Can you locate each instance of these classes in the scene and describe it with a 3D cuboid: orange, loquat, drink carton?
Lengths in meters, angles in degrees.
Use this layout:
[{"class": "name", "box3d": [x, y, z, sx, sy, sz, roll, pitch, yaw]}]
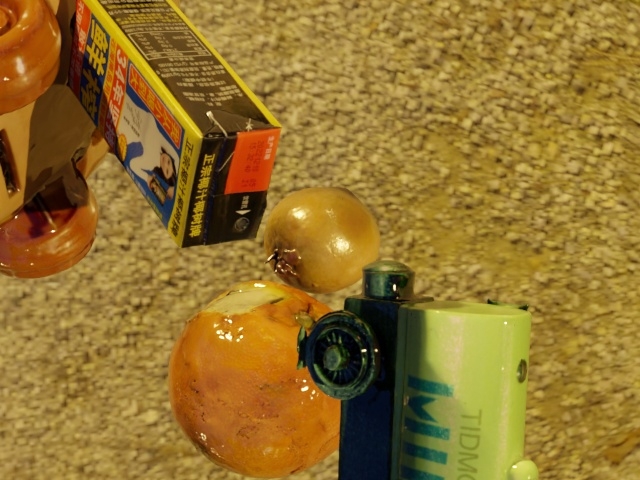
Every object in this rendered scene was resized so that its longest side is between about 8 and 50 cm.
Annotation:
[{"class": "orange", "box3d": [-0.066, 0.168, 1.421, 0.240, 0.240, 0.239, -1, 88, 31]}, {"class": "loquat", "box3d": [0.000, 0.000, 1.495, 0.163, 0.163, 0.137, 19, 119, 30]}, {"class": "drink carton", "box3d": [-0.081, -0.072, 0.633, 0.165, 0.056, 0.071, 51, 140, 40]}]

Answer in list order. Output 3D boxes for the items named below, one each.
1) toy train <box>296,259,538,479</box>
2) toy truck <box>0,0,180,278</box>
[{"class": "toy train", "box3d": [0.072, 0.142, 0.773, 0.157, 0.105, 0.253, 5, 94, 37]}, {"class": "toy truck", "box3d": [-0.212, -0.116, 0.738, 0.212, 0.288, 0.204, 21, 143, 16]}]
